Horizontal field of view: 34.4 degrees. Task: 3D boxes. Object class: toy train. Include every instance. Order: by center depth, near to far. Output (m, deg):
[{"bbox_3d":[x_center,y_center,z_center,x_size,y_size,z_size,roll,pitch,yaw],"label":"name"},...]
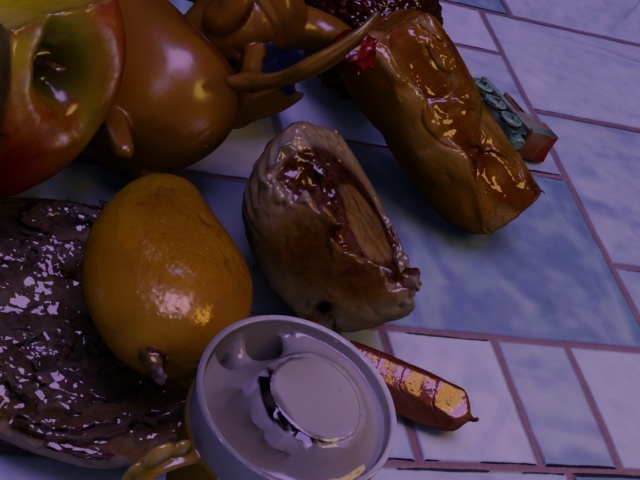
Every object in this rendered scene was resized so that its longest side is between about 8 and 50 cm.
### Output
[{"bbox_3d":[0.302,-0.205,1.720,0.118,0.074,0.176,6,38,-37],"label":"toy train"}]

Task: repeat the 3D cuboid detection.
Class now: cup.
[{"bbox_3d":[-0.075,0.205,0.947,0.241,0.226,0.185,-8,51,-32],"label":"cup"}]

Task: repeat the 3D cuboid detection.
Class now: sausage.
[{"bbox_3d":[0.102,0.173,1.201,0.169,0.065,0.065,23,40,-5],"label":"sausage"}]

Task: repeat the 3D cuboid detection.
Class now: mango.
[{"bbox_3d":[-0.158,0.031,1.073,0.177,0.119,0.317,10,38,-19],"label":"mango"}]

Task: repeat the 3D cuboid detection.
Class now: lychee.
[{"bbox_3d":[0.074,-0.333,1.619,0.236,0.236,0.271,-8,35,-34],"label":"lychee"}]

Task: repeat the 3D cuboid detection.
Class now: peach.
[{"bbox_3d":[-0.394,-0.206,1.162,0.380,0.306,0.242,28,30,23],"label":"peach"}]

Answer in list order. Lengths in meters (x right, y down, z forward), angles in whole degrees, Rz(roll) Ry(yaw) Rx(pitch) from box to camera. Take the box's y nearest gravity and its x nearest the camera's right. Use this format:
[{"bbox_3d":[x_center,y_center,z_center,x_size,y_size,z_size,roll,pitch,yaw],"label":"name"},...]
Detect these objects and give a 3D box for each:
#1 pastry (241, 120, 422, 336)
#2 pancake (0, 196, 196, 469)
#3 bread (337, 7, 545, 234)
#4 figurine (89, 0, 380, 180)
[{"bbox_3d":[-0.005,-0.008,1.247,0.256,0.170,0.236,48,17,-19],"label":"pastry"},{"bbox_3d":[-0.254,0.086,1.102,0.382,0.071,0.382,17,38,-14],"label":"pancake"},{"bbox_3d":[0.162,-0.163,1.458,0.344,0.149,0.195,54,3,-18],"label":"bread"},{"bbox_3d":[-0.132,-0.231,1.303,0.387,0.401,0.268,-40,108,-14],"label":"figurine"}]
